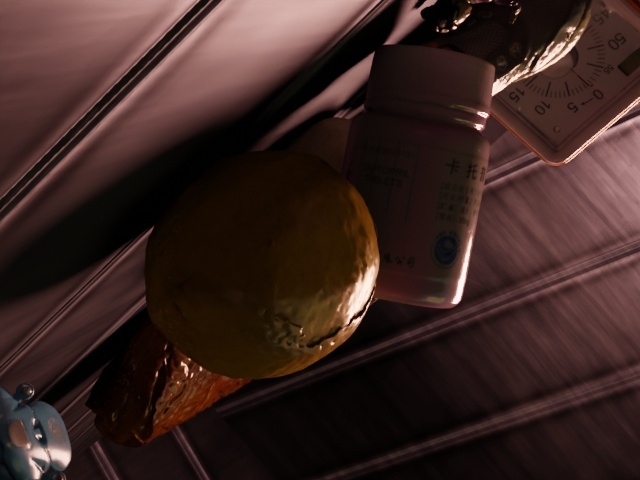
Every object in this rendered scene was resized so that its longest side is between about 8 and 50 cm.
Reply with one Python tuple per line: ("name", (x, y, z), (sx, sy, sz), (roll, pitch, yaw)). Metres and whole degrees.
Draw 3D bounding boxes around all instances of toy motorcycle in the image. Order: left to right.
("toy motorcycle", (-0.348, 0.233, 1.064), (0.182, 0.124, 0.272), (-15, 162, -29))

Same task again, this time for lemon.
("lemon", (-0.051, 0.019, 0.961), (0.204, 0.204, 0.260), (-44, 173, 33))

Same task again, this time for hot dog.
("hot dog", (-0.192, 0.165, 1.624), (0.387, 0.174, 0.267), (-27, 166, -41))

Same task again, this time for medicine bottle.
("medicine bottle", (0.095, -0.066, 1.103), (0.152, 0.152, 0.255), (-19, 120, -83))

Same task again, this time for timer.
("timer", (0.356, -0.274, 1.563), (0.257, 0.250, 0.161), (-44, 177, 31))

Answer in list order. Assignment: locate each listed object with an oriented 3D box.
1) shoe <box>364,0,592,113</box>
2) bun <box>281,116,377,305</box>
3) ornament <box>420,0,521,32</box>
("shoe", (0.169, -0.219, 1.296), (0.336, 0.132, 0.171), (-40, 169, 28))
("bun", (0.005, -0.004, 1.291), (0.281, 0.205, 0.281), (-43, 179, -1))
("ornament", (0.200, -0.274, 1.105), (0.203, 0.081, 0.088), (-42, 177, 1))
